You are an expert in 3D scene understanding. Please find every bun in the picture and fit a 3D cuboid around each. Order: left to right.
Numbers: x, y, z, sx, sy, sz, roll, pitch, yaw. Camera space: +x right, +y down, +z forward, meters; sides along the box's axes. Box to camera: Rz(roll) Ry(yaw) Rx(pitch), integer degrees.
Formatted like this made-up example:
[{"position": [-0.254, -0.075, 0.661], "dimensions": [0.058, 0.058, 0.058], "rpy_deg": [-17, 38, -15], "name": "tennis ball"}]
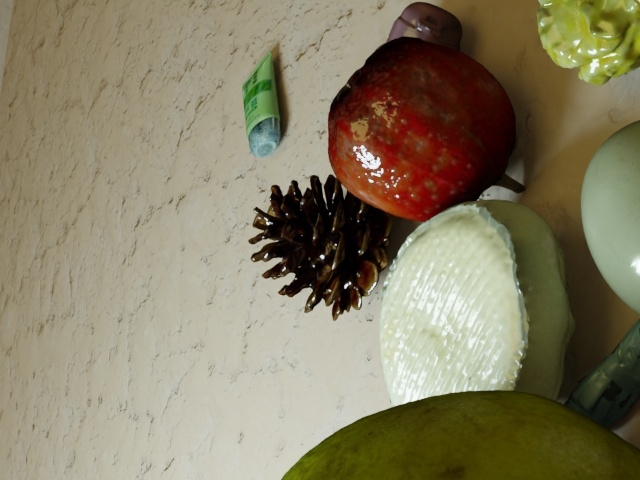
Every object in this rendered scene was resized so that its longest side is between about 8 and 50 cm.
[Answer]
[{"position": [0.183, 0.100, 1.296], "dimensions": [0.287, 0.146, 0.287], "rpy_deg": [-19, 67, 54], "name": "bun"}]

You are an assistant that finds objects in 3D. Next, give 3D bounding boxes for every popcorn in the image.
[{"position": [0.315, -0.245, 1.205], "dimensions": [0.195, 0.173, 0.168], "rpy_deg": [28, 90, 50], "name": "popcorn"}]

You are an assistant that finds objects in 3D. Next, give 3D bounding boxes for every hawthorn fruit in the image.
[{"position": [0.131, -0.119, 1.396], "dimensions": [0.215, 0.249, 0.215], "rpy_deg": [-58, 4, 6], "name": "hawthorn fruit"}]

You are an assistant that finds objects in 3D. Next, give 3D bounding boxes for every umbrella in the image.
[{"position": [0.297, 0.148, 1.195], "dimensions": [0.250, 0.053, 0.052], "rpy_deg": [-54, 41, 31], "name": "umbrella"}]

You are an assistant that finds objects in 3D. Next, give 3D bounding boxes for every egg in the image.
[{"position": [0.336, -0.019, 1.070], "dimensions": [0.189, 0.188, 0.254], "rpy_deg": [-63, 32, 21], "name": "egg"}]

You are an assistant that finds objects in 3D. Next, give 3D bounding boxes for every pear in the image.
[{"position": [0.145, 0.316, 1.082], "dimensions": [0.413, 0.352, 0.352], "rpy_deg": [-5, 71, 14], "name": "pear"}]

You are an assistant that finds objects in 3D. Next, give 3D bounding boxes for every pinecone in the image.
[{"position": [0.000, 0.000, 1.558], "dimensions": [0.207, 0.207, 0.208], "rpy_deg": [-23, 61, 51], "name": "pinecone"}]

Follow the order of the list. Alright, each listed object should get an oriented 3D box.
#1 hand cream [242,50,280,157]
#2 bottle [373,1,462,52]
[{"position": [-0.097, -0.215, 1.896], "dimensions": [0.095, 0.046, 0.175], "rpy_deg": [-46, 43, 42], "name": "hand cream"}, {"position": [0.106, -0.197, 1.534], "dimensions": [0.110, 0.110, 0.233], "rpy_deg": [47, 118, 51], "name": "bottle"}]
